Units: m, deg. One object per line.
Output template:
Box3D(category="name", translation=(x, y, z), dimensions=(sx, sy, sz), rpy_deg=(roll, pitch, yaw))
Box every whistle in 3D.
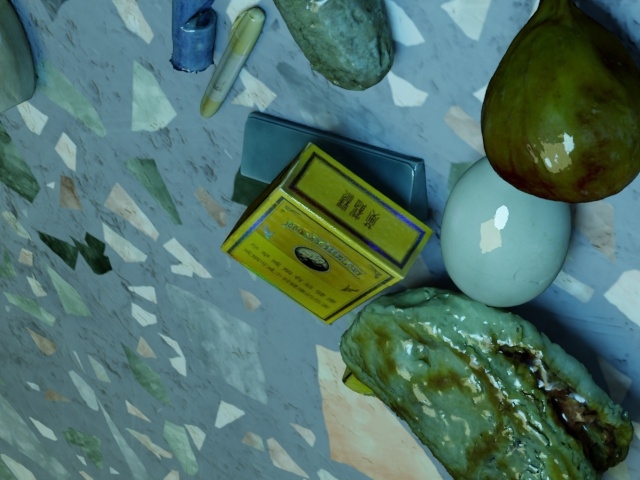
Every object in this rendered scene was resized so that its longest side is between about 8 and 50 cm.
Box3D(category="whistle", translation=(-0.156, -0.341, 1.748), dimensions=(0.062, 0.062, 0.304), rpy_deg=(30, 141, 19))

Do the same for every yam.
Box3D(category="yam", translation=(-0.006, -0.312, 1.585), dimensions=(0.133, 0.133, 0.330), rpy_deg=(4, 132, 41))

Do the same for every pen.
Box3D(category="pen", translation=(-0.121, -0.232, 1.848), dimensions=(0.040, 0.032, 0.233), rpy_deg=(61, 147, 16))

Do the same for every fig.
Box3D(category="fig", translation=(0.274, -0.183, 1.451), dimensions=(0.191, 0.191, 0.290), rpy_deg=(22, 103, 27))

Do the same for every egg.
Box3D(category="egg", translation=(0.216, -0.015, 1.640), dimensions=(0.151, 0.151, 0.209), rpy_deg=(27, 139, 22))

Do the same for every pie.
Box3D(category="pie", translation=(0.193, 0.210, 1.828), dimensions=(0.418, 0.180, 0.395), rpy_deg=(36, 159, 14))

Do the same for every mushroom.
Box3D(category="mushroom", translation=(-0.480, -0.281, 2.086), dimensions=(0.108, 0.096, 0.247), rpy_deg=(23, 134, 27))

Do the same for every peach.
Box3D(category="peach", translation=(0.066, 0.188, 2.061), dimensions=(0.077, 0.050, 0.083), rpy_deg=(5, 147, 30))

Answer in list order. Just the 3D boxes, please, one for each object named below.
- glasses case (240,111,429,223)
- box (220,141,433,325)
Box3D(category="glasses case", translation=(0.013, -0.087, 1.842), dimensions=(0.266, 0.056, 0.105), rpy_deg=(19, 137, 30))
Box3D(category="box", translation=(0.000, 0.000, 1.836), dimensions=(0.193, 0.084, 0.301), rpy_deg=(35, 158, -6))
